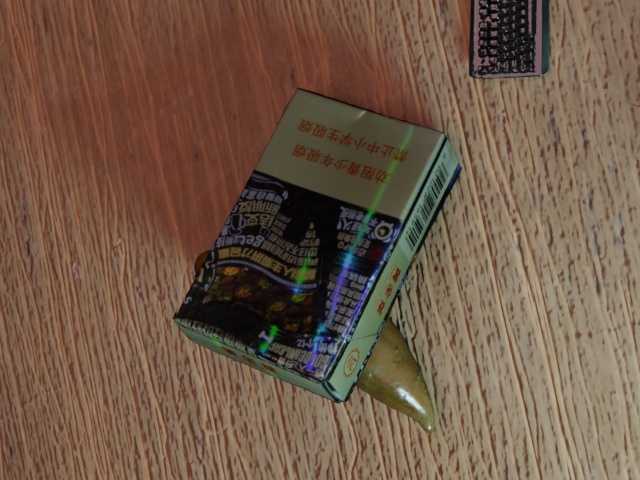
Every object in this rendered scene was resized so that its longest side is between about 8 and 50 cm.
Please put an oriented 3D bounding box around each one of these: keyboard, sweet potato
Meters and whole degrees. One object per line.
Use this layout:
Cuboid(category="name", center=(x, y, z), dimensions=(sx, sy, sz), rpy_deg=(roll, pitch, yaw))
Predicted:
Cuboid(category="keyboard", center=(0.205, -0.292, 1.598), dimensions=(0.094, 0.025, 0.230), rpy_deg=(0, 89, 24))
Cuboid(category="sweet potato", center=(-0.003, 0.086, 1.658), dimensions=(0.355, 0.095, 0.106), rpy_deg=(32, 130, 22))

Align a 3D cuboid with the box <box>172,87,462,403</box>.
Cuboid(category="box", center=(0.000, 0.000, 1.596), dimensions=(0.198, 0.084, 0.310), rpy_deg=(20, 73, 25))
